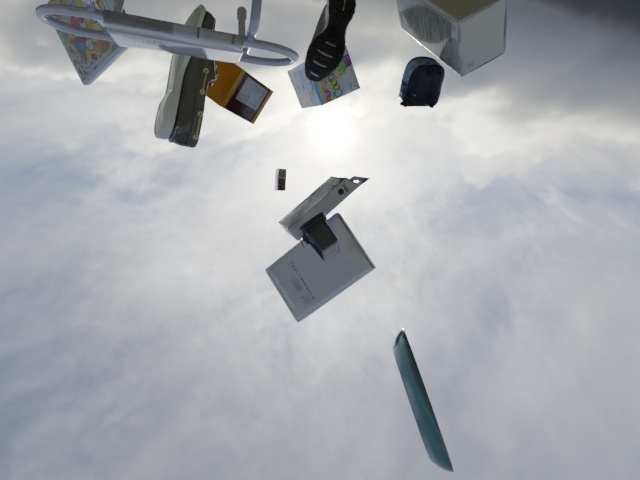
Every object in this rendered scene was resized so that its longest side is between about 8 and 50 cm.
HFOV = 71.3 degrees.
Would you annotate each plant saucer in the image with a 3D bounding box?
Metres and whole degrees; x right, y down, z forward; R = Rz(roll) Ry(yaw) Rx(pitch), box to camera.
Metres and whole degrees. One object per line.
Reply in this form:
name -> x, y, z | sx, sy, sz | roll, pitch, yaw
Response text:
plant saucer -> 0.222, 0.356, 1.010 | 0.043, 0.318, 0.318 | -19, -142, 6

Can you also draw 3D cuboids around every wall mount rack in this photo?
wall mount rack -> -0.208, -0.343, 0.665 | 0.349, 0.131, 0.304 | 4, -170, -16

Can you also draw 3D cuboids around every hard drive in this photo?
hard drive -> -0.008, 0.099, 1.581 | 0.233, 0.353, 0.047 | 57, -158, 12

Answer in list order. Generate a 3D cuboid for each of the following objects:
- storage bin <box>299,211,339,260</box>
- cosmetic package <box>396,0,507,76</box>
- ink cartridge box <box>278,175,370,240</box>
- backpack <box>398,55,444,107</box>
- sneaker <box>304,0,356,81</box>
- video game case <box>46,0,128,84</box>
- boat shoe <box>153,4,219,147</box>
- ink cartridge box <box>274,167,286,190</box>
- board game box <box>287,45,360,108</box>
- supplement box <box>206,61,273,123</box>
storage bin -> 0.000, 0.000, 1.247 | 0.098, 0.135, 0.091 | -33, -109, -7
cosmetic package -> 0.313, -0.559, 1.102 | 0.129, 0.153, 0.296 | -28, -126, -1
ink cartridge box -> 0.008, -0.139, 1.564 | 0.332, 0.065, 0.165 | -41, -162, -7
backpack -> 0.258, -0.413, 1.151 | 0.104, 0.115, 0.084 | -2, -134, -11
sneaker -> 0.024, -0.582, 1.290 | 0.100, 0.272, 0.108 | 21, 178, -17
video game case -> -0.550, -0.518, 1.062 | 0.226, 0.207, 0.026 | -20, -171, 34
boat shoe -> -0.281, -0.357, 0.984 | 0.091, 0.306, 0.109 | 17, 176, -37
ink cartridge box -> -0.113, -0.173, 1.274 | 0.029, 0.063, 0.115 | 3, -175, -11
board game box -> 0.004, -0.544, 1.507 | 0.141, 0.145, 0.275 | -26, -160, -9
supplement box -> -0.293, -0.500, 1.432 | 0.191, 0.129, 0.194 | 39, -168, 20
